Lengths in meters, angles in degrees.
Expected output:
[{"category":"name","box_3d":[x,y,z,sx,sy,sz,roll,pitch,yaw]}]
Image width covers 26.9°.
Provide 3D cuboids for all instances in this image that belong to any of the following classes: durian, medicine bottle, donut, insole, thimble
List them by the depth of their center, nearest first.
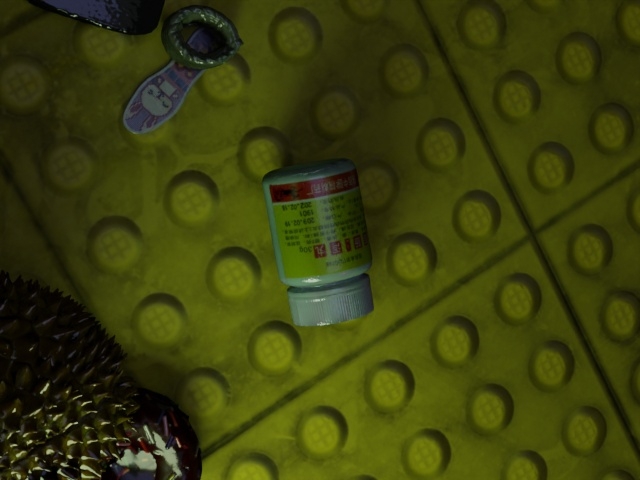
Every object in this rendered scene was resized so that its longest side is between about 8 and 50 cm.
[{"category":"durian","box_3d":[-0.430,0.210,1.676,0.384,0.347,0.348,-27,105,-45]},{"category":"donut","box_3d":[-0.265,0.317,1.871,0.230,0.096,0.216,33,82,-20]},{"category":"thimble","box_3d":[-0.166,-0.284,1.877,0.110,0.062,0.084,10,89,-21]},{"category":"insole","box_3d":[-0.207,-0.227,1.903,0.065,0.004,0.197,45,78,-18]},{"category":"medicine bottle","box_3d":[0.000,0.000,1.928,0.139,0.139,0.225,-13,99,-20]}]

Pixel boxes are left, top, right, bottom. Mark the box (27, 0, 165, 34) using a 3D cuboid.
[{"category":"box","box_3d":[-0.306,-0.395,1.832,0.212,0.042,0.201,13,89,-23]}]
